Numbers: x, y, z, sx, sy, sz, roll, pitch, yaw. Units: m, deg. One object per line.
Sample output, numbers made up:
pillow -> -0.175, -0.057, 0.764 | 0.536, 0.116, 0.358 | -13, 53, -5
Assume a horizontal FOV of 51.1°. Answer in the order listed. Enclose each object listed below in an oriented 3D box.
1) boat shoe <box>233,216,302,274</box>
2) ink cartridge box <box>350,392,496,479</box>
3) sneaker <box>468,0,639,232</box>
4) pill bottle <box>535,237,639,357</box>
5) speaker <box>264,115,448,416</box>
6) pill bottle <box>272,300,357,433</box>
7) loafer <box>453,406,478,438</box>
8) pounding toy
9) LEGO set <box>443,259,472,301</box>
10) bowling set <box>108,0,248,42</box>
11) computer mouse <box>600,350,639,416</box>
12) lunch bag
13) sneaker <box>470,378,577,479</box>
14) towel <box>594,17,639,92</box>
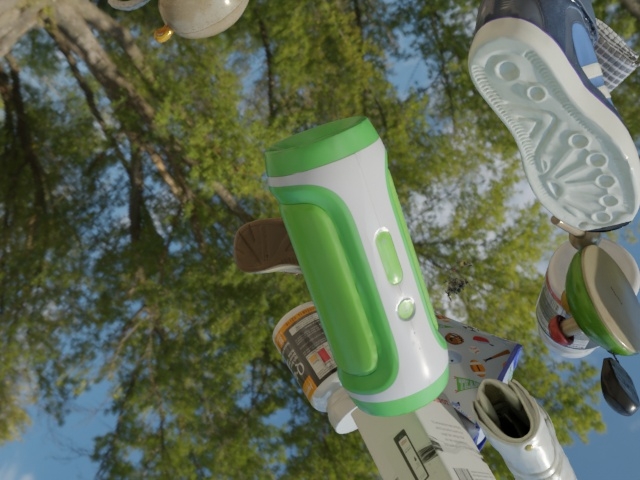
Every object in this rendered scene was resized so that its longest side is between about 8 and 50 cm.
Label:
boat shoe -> 0.000, 0.000, 1.137 | 0.341, 0.110, 0.122 | -3, -97, 42
ink cartridge box -> 0.145, 0.287, 0.844 | 0.086, 0.148, 0.203 | -42, -128, 16
sneaker -> 0.303, -0.194, 0.812 | 0.130, 0.323, 0.236 | -16, -142, 44
pill bottle -> 0.670, 0.160, 1.723 | 0.210, 0.363, 0.210 | -4, -120, 8
speaker -> 0.042, 0.029, 0.698 | 0.131, 0.297, 0.131 | -18, -164, 5
pill bottle -> 0.019, 0.286, 1.526 | 0.162, 0.162, 0.278 | -37, -123, 1
loafer -> 0.148, 0.301, 1.266 | 0.302, 0.109, 0.095 | 34, -90, 19
pounding toy -> 0.420, 0.087, 1.090 | 0.110, 0.183, 0.237 | -32, -113, 38
LEGO set -> 0.254, 0.072, 1.247 | 0.054, 0.023, 0.083 | -5, -116, 20
bowling set -> -0.010, -0.239, 0.303 | 0.287, 0.200, 0.154 | -41, -124, -9
computer mouse -> 0.481, 0.206, 1.121 | 0.041, 0.071, 0.242 | -41, -170, 27
lunch bag -> 0.287, 0.379, 1.687 | 0.327, 0.239, 0.385 | 17, -151, 24
sneaker -> 0.285, 0.255, 1.009 | 0.108, 0.169, 0.292 | -29, -162, 3
towel -> 0.608, -0.451, 1.680 | 0.235, 0.283, 0.121 | -51, -174, 44
